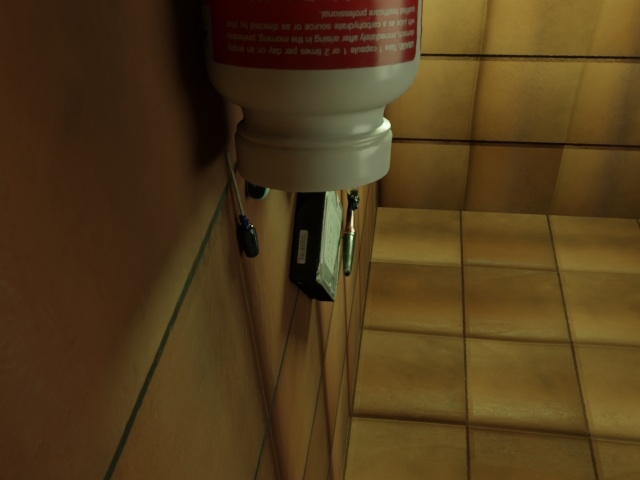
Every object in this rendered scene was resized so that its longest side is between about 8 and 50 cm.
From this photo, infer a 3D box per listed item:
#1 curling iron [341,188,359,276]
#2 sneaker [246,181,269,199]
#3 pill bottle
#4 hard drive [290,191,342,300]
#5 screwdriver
[{"bbox_3d":[0.066,-0.023,1.531,0.068,0.035,0.274,80,13,-47],"label":"curling iron"},{"bbox_3d":[-0.081,-0.109,0.910,0.069,0.038,0.098,-61,162,-76],"label":"sneaker"},{"bbox_3d":[-0.009,-0.268,0.657,0.229,0.229,0.407,-69,160,-65],"label":"pill bottle"},{"bbox_3d":[0.000,0.000,1.426,0.339,0.064,0.236,65,30,-75],"label":"hard drive"},{"bbox_3d":[-0.105,-0.042,0.833,0.025,0.024,0.169,-47,143,-30],"label":"screwdriver"}]
